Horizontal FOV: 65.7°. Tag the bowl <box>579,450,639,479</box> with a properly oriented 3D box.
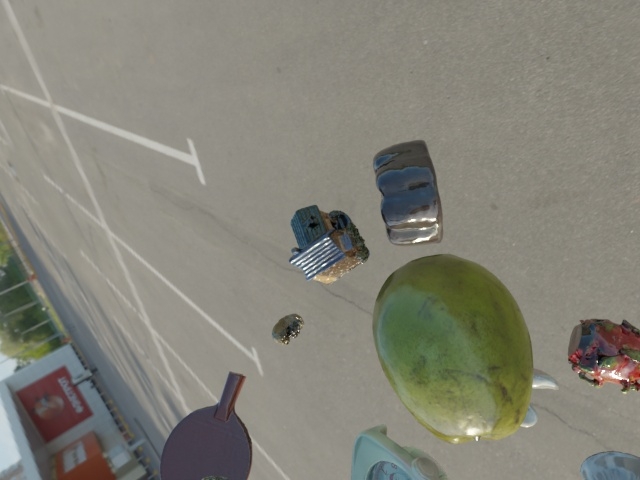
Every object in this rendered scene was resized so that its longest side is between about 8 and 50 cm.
[{"bbox_3d":[0.764,0.634,1.252,0.189,0.086,0.188,11,120,19],"label":"bowl"}]

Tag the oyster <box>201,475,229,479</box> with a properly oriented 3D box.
[{"bbox_3d":[-0.106,0.335,0.636,0.132,0.029,0.086,-15,125,34],"label":"oyster"}]

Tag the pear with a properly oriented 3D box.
[{"bbox_3d":[0.213,0.174,0.822,0.253,0.253,0.306,126,140,-59],"label":"pear"}]

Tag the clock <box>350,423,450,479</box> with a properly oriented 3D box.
[{"bbox_3d":[0.214,0.635,1.222,0.324,0.109,0.264,12,100,50],"label":"clock"}]

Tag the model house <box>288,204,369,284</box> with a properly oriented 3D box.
[{"bbox_3d":[0.000,0.000,1.340,0.166,0.172,0.182,-37,57,28],"label":"model house"}]

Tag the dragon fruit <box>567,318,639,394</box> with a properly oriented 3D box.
[{"bbox_3d":[0.650,0.256,1.098,0.172,0.166,0.160,15,115,16],"label":"dragon fruit"}]

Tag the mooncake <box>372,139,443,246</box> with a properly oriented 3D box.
[{"bbox_3d":[0.236,-0.124,1.340,0.306,0.155,0.305,-11,-90,-79],"label":"mooncake"}]

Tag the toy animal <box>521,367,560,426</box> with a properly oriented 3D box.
[{"bbox_3d":[0.437,0.372,1.360,0.368,0.196,0.241,2,122,49],"label":"toy animal"}]

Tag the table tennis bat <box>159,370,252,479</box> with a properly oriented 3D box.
[{"bbox_3d":[-0.318,0.595,1.465,0.268,0.414,0.051,17,166,8],"label":"table tennis bat"}]

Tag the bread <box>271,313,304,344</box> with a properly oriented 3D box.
[{"bbox_3d":[-0.105,0.282,1.575,0.060,0.113,0.082,55,159,-24],"label":"bread"}]
